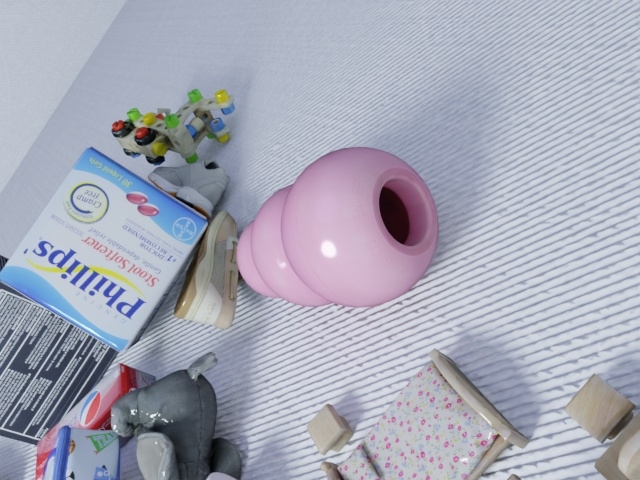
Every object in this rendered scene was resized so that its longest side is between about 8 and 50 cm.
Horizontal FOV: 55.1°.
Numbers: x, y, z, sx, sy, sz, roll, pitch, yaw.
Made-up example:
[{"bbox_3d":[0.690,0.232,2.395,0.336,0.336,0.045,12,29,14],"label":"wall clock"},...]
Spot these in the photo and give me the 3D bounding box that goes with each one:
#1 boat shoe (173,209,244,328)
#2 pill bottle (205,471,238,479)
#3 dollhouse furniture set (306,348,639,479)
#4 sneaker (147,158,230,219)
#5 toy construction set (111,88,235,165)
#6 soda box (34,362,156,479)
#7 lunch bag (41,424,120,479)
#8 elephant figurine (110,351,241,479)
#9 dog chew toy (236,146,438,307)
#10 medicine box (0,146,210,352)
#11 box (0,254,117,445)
[{"bbox_3d":[-0.176,0.049,1.084,0.109,0.098,0.302,-59,14,25],"label":"boat shoe"},{"bbox_3d":[-0.155,0.399,0.785,0.180,0.108,0.108,-58,37,-3],"label":"pill bottle"},{"bbox_3d":[0.113,0.180,0.601,0.303,0.173,0.355,-51,37,5],"label":"dollhouse furniture set"},{"bbox_3d":[-0.279,-0.130,1.346,0.121,0.099,0.262,-52,42,-11],"label":"sneaker"},{"bbox_3d":[-0.358,-0.271,1.456,0.215,0.151,0.327,-46,31,-25],"label":"toy construction set"},{"bbox_3d":[-0.415,0.346,1.131,0.263,0.083,0.092,-43,39,15],"label":"soda box"},{"bbox_3d":[-0.389,0.436,0.946,0.303,0.114,0.243,-57,33,39],"label":"lunch bag"},{"bbox_3d":[-0.199,0.324,0.882,0.169,0.186,0.239,-14,50,-15],"label":"elephant figurine"},{"bbox_3d":[0.000,0.000,0.852,0.331,0.206,0.207,-19,50,50],"label":"dog chew toy"},{"bbox_3d":[-0.397,0.019,1.174,0.289,0.263,0.149,-58,6,-7],"label":"medicine box"},{"bbox_3d":[-0.619,0.230,1.268,0.296,0.294,0.182,-56,34,-1],"label":"box"}]
